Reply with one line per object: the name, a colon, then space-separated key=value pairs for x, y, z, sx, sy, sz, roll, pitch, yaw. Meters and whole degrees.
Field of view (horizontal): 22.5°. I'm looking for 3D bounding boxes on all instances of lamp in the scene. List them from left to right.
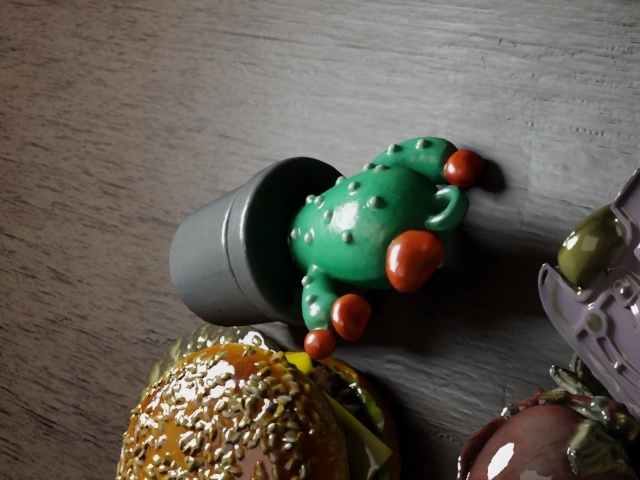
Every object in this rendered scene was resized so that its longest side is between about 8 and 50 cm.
lamp: x=0.199 y=0.244 z=1.392 sx=0.223 sy=0.151 sz=0.215 roll=-45 pitch=53 yaw=16

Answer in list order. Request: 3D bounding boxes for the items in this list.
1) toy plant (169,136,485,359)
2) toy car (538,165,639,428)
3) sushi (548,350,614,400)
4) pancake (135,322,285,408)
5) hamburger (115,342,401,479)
toy plant: x=0.009 y=-0.006 z=1.716 sx=0.400 sy=0.279 sz=0.185 roll=-14 pitch=103 yaw=52
toy car: x=0.377 y=0.005 z=1.373 sx=0.242 sy=0.226 sz=0.336 roll=52 pitch=139 yaw=25
sushi: x=0.244 y=0.237 z=1.519 sx=0.109 sy=0.134 sz=0.273 roll=19 pitch=79 yaw=29
pancake: x=-0.122 y=0.233 z=1.922 sx=0.288 sy=0.033 sz=0.286 roll=-51 pitch=54 yaw=26
hamburger: x=-0.067 y=0.246 z=1.703 sx=0.291 sy=0.225 sz=0.291 roll=-5 pitch=79 yaw=28
